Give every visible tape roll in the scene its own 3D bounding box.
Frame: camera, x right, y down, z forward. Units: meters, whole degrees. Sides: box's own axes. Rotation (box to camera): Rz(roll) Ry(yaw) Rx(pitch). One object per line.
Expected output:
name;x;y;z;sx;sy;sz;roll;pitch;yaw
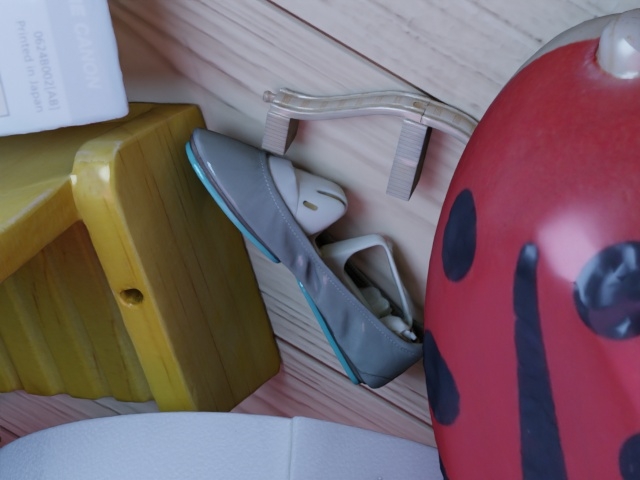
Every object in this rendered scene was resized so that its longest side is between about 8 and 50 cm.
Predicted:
tape roll;-0.040;0.213;1.267;0.392;0.072;0.392;4;153;2

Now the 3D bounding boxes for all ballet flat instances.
ballet flat;0.000;0.000;1.183;0.068;0.072;0.213;-30;116;11

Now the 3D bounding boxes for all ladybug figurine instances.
ladybug figurine;0.170;0.094;1.011;0.305;0.162;0.449;18;130;46

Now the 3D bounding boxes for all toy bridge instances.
toy bridge;0.053;-0.055;1.124;0.188;0.026;0.063;20;133;8

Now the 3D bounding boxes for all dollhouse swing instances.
dollhouse swing;-0.262;0.069;1.191;0.347;0.305;0.315;2;129;23

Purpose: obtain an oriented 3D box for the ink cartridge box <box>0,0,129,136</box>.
ink cartridge box;-0.314;-0.200;1.096;0.385;0.091;0.308;-7;110;10
